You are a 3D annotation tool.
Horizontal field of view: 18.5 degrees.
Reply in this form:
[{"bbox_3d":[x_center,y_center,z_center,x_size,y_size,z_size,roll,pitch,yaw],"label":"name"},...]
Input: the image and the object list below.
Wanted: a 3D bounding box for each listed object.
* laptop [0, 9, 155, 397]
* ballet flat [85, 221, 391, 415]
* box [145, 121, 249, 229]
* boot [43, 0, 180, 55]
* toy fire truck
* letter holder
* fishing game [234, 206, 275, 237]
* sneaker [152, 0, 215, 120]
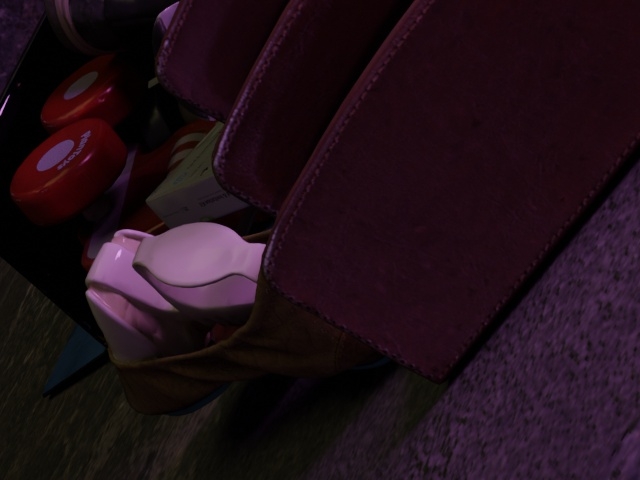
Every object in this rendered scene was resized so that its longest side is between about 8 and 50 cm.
[{"bbox_3d":[-0.235,-0.090,1.955,0.236,0.408,0.382,4,61,37],"label":"laptop"},{"bbox_3d":[-0.072,0.038,1.228,0.342,0.124,0.116,-12,52,60],"label":"ballet flat"},{"bbox_3d":[-0.027,-0.079,1.391,0.186,0.038,0.145,-17,27,52],"label":"box"},{"bbox_3d":[-0.014,-0.256,1.629,0.377,0.138,0.284,-30,24,-29],"label":"boot"},{"bbox_3d":[-0.098,-0.077,1.640,0.254,0.169,0.302,-27,27,20],"label":"toy fire truck"},{"bbox_3d":[0.057,-0.117,0.988,0.302,0.214,0.152,-53,16,28],"label":"letter holder"},{"bbox_3d":[0.000,0.000,1.331,0.264,0.041,0.189,-16,46,60],"label":"fishing game"},{"bbox_3d":[0.051,-0.169,1.240,0.330,0.122,0.146,-8,17,42],"label":"sneaker"}]
